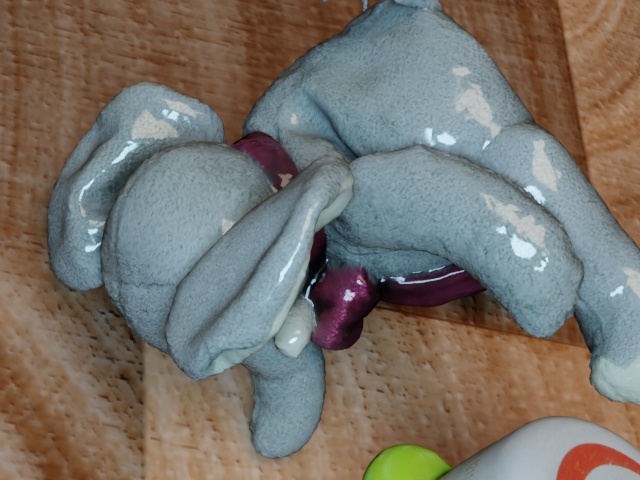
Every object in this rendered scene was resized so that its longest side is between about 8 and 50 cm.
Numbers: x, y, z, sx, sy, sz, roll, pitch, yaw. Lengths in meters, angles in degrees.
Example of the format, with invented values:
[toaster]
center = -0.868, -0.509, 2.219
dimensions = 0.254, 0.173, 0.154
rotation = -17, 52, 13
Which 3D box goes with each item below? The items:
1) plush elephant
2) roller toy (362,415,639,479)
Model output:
[plush elephant]
center = 0.000, 0.000, 1.034
dimensions = 0.330, 0.255, 0.272
rotation = 54, -4, -28
[roller toy]
center = 0.126, 0.195, 0.979
dimensions = 0.209, 0.146, 0.191
rotation = 28, 39, -37
